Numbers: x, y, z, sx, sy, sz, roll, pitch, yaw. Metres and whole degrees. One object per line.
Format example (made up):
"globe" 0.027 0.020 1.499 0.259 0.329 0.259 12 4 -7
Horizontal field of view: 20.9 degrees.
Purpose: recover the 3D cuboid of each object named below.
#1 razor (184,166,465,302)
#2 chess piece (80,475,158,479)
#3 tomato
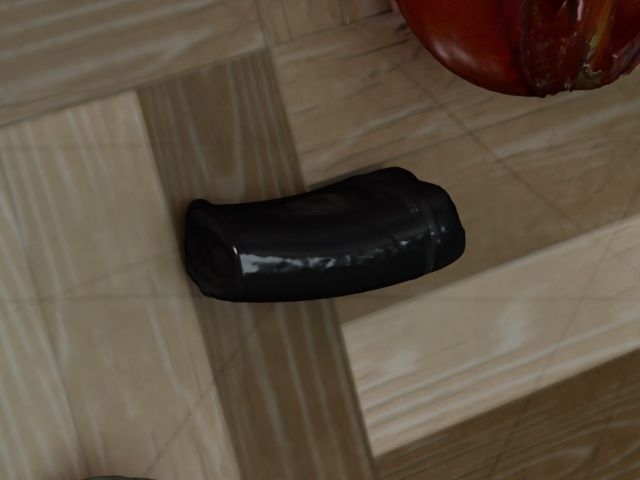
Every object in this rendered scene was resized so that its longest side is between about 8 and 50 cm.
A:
"razor" 0.000 0.000 0.957 0.148 0.090 0.054 -11 109 -24
"chess piece" -0.027 0.219 0.957 0.272 0.139 0.139 20 86 -37
"tomato" 0.111 -0.185 0.967 0.233 0.140 0.200 -5 110 -60
